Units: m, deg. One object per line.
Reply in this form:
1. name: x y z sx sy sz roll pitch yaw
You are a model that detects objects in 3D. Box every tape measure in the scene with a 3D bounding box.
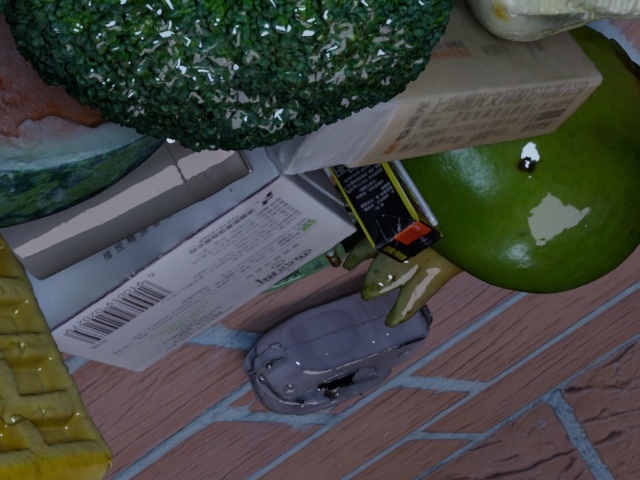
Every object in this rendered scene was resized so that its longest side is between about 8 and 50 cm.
1. tape measure: 0.009 0.149 1.574 0.236 0.120 0.197 -17 158 -17

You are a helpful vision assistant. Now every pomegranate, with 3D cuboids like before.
1. pomegranate: 0.191 -0.035 1.216 0.358 0.216 0.309 -46 149 15

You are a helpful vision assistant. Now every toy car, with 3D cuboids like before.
1. toy car: 0.000 0.000 1.313 0.186 0.058 0.093 -29 156 0

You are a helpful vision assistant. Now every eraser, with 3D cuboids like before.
1. eraser: 0.069 -0.139 0.941 0.343 0.144 0.078 -13 151 -45

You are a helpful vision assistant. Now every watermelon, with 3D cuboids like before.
1. watermelon: -0.184 -0.094 0.770 0.260 0.256 0.176 -2 102 -36

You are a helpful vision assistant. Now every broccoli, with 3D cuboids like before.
1. broccoli: -0.048 -0.191 0.640 0.297 0.297 0.297 -16 116 -30

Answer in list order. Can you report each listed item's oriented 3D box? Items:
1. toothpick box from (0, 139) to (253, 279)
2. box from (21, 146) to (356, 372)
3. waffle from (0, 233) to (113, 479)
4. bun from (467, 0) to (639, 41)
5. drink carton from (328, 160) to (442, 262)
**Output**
1. toothpick box: -0.154 -0.058 0.929 0.180 0.111 0.111 -28 158 -1
2. box: -0.124 -0.001 1.088 0.260 0.111 0.194 -35 158 9
3. waffle: -0.281 0.086 0.903 0.055 0.248 0.221 -38 158 23
4. bun: 0.191 -0.250 0.902 0.229 0.145 0.229 -8 125 -12
5. drink carton: 0.041 -0.065 1.073 0.056 0.166 0.071 -35 158 15
